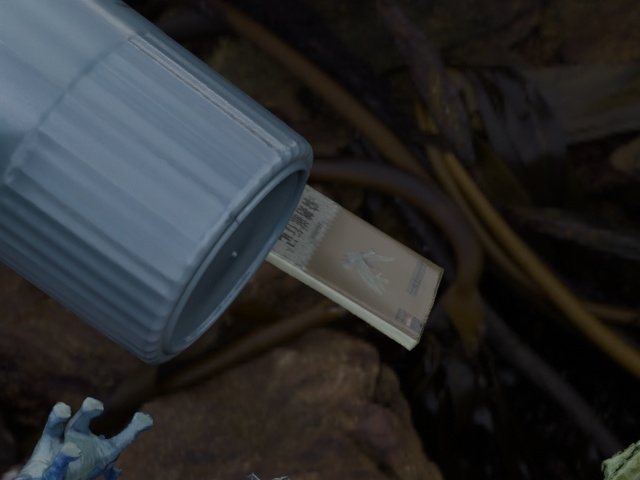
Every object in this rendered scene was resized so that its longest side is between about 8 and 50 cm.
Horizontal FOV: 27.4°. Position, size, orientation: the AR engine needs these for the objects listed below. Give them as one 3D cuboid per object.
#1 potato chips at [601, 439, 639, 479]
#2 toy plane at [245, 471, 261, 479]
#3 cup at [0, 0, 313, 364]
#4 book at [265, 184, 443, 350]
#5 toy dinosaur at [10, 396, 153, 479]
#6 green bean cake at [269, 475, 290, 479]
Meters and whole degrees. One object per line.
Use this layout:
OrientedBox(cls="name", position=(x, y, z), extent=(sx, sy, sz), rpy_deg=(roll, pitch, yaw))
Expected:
OrientedBox(cls="potato chips", position=(0.467, 0.450, 1.742), extent=(0.429, 0.070, 0.358), rpy_deg=(-48, 53, 3))
OrientedBox(cls="toy plane", position=(-0.033, 0.355, 1.512), extent=(0.058, 0.226, 0.226), rpy_deg=(6, 51, -43))
OrientedBox(cls="cup", position=(-0.205, -0.048, 1.190), extent=(0.311, 0.331, 0.257), rpy_deg=(35, 45, 9))
OrientedBox(cls="book", position=(0.000, 0.000, 1.578), extent=(0.310, 0.021, 0.217), rpy_deg=(31, 25, 0))
OrientedBox(cls="toy dinosaur", position=(-0.277, 0.236, 1.439), extent=(0.076, 0.144, 0.329), rpy_deg=(42, 15, 16))
OrientedBox(cls="green bean cake", position=(-0.121, 0.489, 1.906), extent=(0.241, 0.132, 0.255), rpy_deg=(-19, 47, 5))
